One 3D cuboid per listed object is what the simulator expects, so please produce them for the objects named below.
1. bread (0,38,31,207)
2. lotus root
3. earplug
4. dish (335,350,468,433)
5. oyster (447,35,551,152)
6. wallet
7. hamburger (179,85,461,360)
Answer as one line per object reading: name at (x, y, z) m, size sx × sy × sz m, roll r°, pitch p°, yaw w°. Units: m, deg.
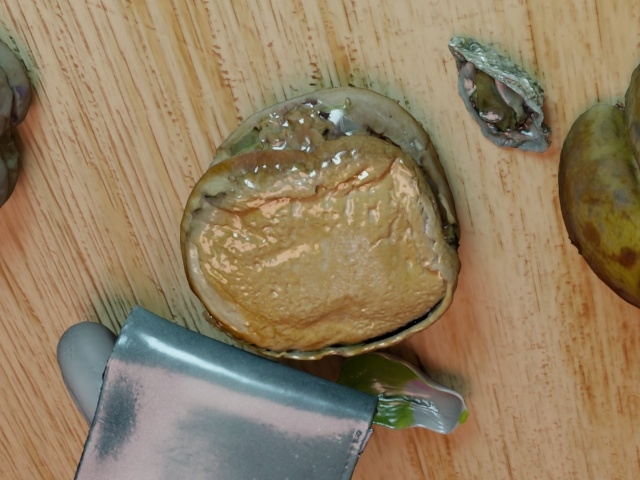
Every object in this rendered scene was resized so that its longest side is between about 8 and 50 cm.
bread at (-0.410, -0.087, 1.099) m, size 0.337 × 0.102 × 0.183 m, roll -19°, pitch 121°, yaw 28°
lotus root at (0.276, -0.024, 0.839) m, size 0.199 × 0.180 × 0.188 m, roll 8°, pitch 131°, yaw 15°
earplug at (-0.137, 0.192, 1.162) m, size 0.326 × 0.175 × 0.214 m, roll 26°, pitch 168°, yaw 6°
dish at (0.086, 0.150, 1.125) m, size 0.137 × 0.039 × 0.091 m, roll 17°, pitch 124°, yaw 7°
oyster at (0.151, -0.118, 0.913) m, size 0.098 × 0.037 × 0.100 m, roll 26°, pitch 153°, yaw 25°
wallet at (-0.103, 0.231, 1.032) m, size 0.251 × 0.054 × 0.290 m, roll 18°, pitch 105°, yaw 3°
hamburger at (0.000, 0.000, 0.982) m, size 0.243 × 0.146 × 0.286 m, roll 25°, pitch 123°, yaw -6°
